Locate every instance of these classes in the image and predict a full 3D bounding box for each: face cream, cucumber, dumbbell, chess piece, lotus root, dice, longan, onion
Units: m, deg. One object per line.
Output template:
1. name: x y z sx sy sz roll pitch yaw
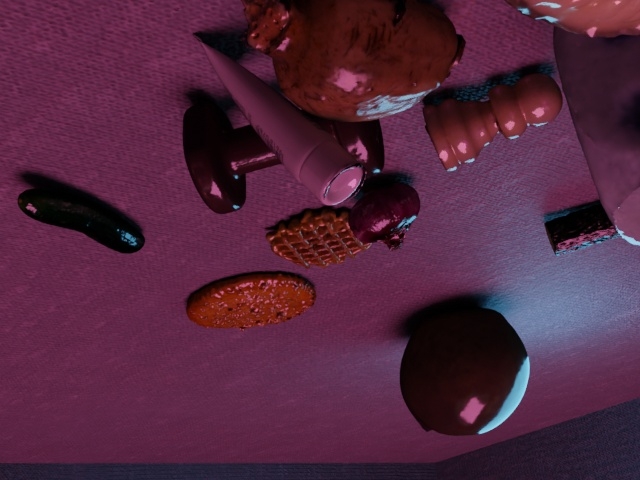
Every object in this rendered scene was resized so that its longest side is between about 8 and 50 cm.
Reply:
1. face cream: -0.049 -0.129 1.037 0.058 0.244 0.092 -43 153 -2
2. cucumber: -0.327 -0.027 1.384 0.056 0.056 0.284 -17 161 19
3. dumbbell: -0.042 -0.120 1.155 0.225 0.140 0.124 -15 147 13
4. chess piece: 0.223 -0.156 1.239 0.170 0.094 0.094 -19 156 16
5. lotus root: 0.045 -0.198 1.000 0.256 0.140 0.154 -3 148 -33
6. dice: 0.422 -0.159 1.078 0.264 0.263 0.268 -19 154 22
7. cucumber: 0.528 -0.044 1.651 0.293 0.068 0.067 -18 156 16
8. longan: 0.306 0.286 2.110 0.288 0.289 0.350 -4 168 -12
9. onion: 0.099 -0.035 1.462 0.115 0.104 0.115 -20 171 -3

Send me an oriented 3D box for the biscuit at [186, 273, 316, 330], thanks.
1. biscuit: -0.129 0.121 1.836 0.253 0.035 0.254 -7 158 -3

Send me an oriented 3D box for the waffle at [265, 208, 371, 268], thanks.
1. waffle: 0.005 -0.001 1.590 0.191 0.038 0.191 -8 157 -3

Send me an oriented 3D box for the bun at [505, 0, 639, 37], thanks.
1. bun: 0.243 -0.324 0.694 0.364 0.202 0.364 -7 151 -4
